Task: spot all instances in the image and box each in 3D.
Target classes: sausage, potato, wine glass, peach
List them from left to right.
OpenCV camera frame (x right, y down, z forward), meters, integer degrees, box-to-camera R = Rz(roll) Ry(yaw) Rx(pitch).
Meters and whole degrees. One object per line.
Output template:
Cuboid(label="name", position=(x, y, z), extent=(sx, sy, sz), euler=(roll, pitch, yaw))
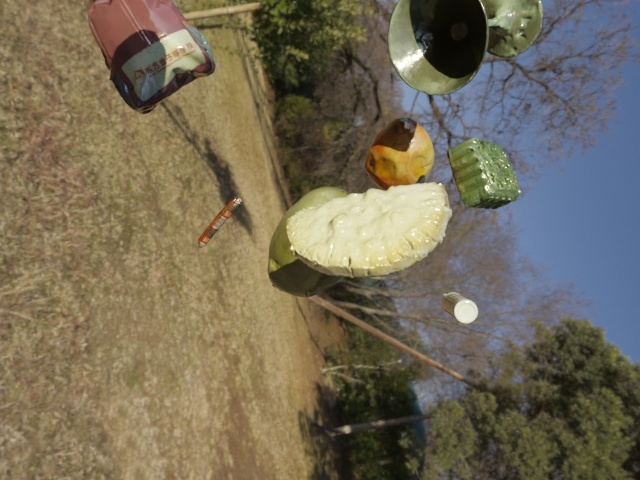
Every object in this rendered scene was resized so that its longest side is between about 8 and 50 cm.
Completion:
Cuboid(label="sausage", position=(-0.238, -0.041, 1.188), extent=(0.198, 0.028, 0.025), euler=(-44, -163, 35))
Cuboid(label="potato", position=(0.000, 0.000, 1.290), extent=(0.221, 0.243, 0.326), euler=(41, -49, 7))
Cuboid(label="peach", position=(0.251, -0.265, 1.559), extent=(0.236, 0.214, 0.214), euler=(102, -19, -44))
Cuboid(label="wine glass", position=(0.390, -0.545, 1.298), extent=(0.267, 0.406, 0.267), euler=(25, -50, 33))

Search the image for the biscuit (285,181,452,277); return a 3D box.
Cuboid(label="biscuit", position=(0.087, -0.015, 0.819), extent=(0.179, 0.280, 0.084), euler=(-105, 180, -51))

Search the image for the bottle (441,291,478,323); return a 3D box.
Cuboid(label="bottle", position=(0.342, 0.162, 1.290), extent=(0.217, 0.060, 0.060), euler=(-64, 144, -87))

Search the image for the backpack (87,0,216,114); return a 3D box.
Cuboid(label="backpack", position=(-0.483, -0.548, 1.409), extent=(0.317, 0.283, 0.197), euler=(56, -8, -4))

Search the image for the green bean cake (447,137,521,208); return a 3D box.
Cuboid(label="green bean cake", position=(0.437, -0.176, 1.349), extent=(0.094, 0.181, 0.173), euler=(-31, -115, 44))
